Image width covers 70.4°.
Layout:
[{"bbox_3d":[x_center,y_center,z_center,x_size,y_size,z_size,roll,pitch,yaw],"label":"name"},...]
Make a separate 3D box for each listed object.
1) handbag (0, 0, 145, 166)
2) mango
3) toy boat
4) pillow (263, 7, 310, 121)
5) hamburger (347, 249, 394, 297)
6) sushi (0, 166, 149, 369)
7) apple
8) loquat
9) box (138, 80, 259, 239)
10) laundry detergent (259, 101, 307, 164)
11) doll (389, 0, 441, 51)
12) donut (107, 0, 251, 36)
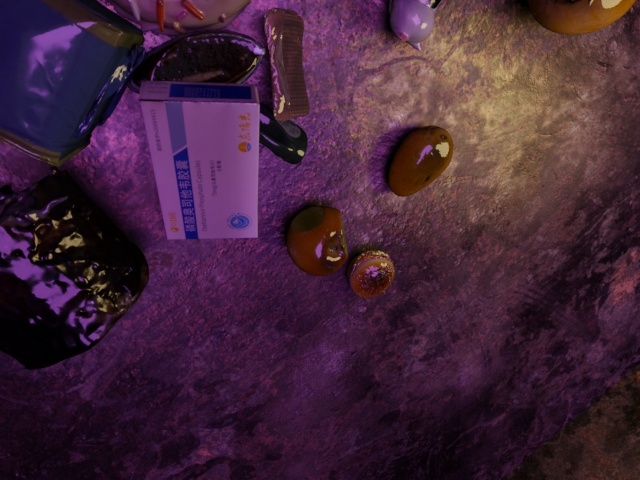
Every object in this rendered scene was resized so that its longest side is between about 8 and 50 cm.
[{"bbox_3d":[-0.429,-0.284,0.721,0.222,0.263,0.241,31,103,-22],"label":"handbag"},{"bbox_3d":[0.245,-0.191,1.120,0.137,0.098,0.195,20,110,-31],"label":"mango"},{"bbox_3d":[-0.231,-0.327,0.854,0.261,0.115,0.114,-23,113,-20],"label":"toy boat"},{"bbox_3d":[-0.067,-0.353,0.921,0.135,0.034,0.212,-31,123,-51],"label":"pillow"},{"bbox_3d":[0.136,0.087,1.208,0.126,0.081,0.141,11,109,-25],"label":"hamburger"},{"bbox_3d":[-0.497,0.052,0.828,0.281,0.299,0.294,-31,119,-5],"label":"sushi"},{"bbox_3d":[0.002,0.005,1.083,0.163,0.147,0.147,-32,121,-7],"label":"apple"},{"bbox_3d":[0.576,-0.575,0.999,0.234,0.235,0.235,-8,115,-17],"label":"loquat"},{"bbox_3d":[-0.222,-0.137,0.890,0.199,0.065,0.344,-1,138,-10],"label":"box"},{"bbox_3d":[-0.125,-0.241,0.934,0.210,0.137,0.063,29,122,-26],"label":"laundry detergent"},{"bbox_3d":[0.207,-0.509,0.959,0.110,0.107,0.181,1,120,-44],"label":"doll"},{"bbox_3d":[-0.249,-0.544,0.749,0.381,0.142,0.384,-7,115,-17],"label":"donut"}]
